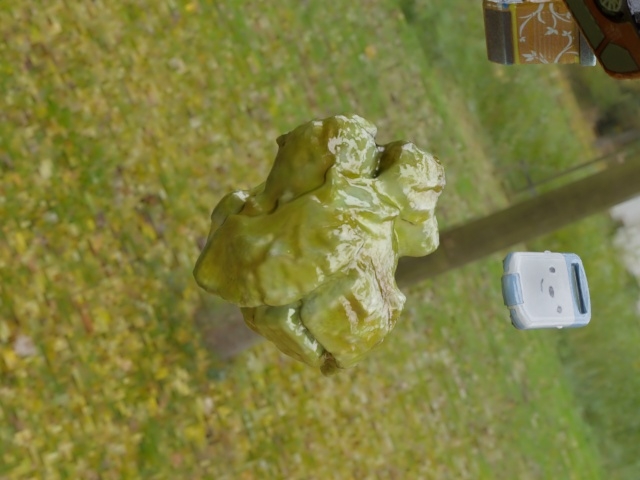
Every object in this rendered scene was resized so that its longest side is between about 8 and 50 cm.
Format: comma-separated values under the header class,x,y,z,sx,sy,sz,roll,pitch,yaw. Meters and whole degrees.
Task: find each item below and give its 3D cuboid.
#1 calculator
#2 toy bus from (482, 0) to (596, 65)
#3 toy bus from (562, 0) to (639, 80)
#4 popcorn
class,x,y,z,sx,sy,sz,roll,pitch,yaw
calculator,0.347,0.076,2.130,0.210,0.039,0.121,3,78,-44
toy bus,0.291,-0.373,1.834,0.138,0.167,0.275,72,21,-57
toy bus,0.221,-0.335,1.283,0.409,0.093,0.092,60,-25,0
popcorn,0.006,-0.002,1.483,0.225,0.276,0.276,36,31,-35
